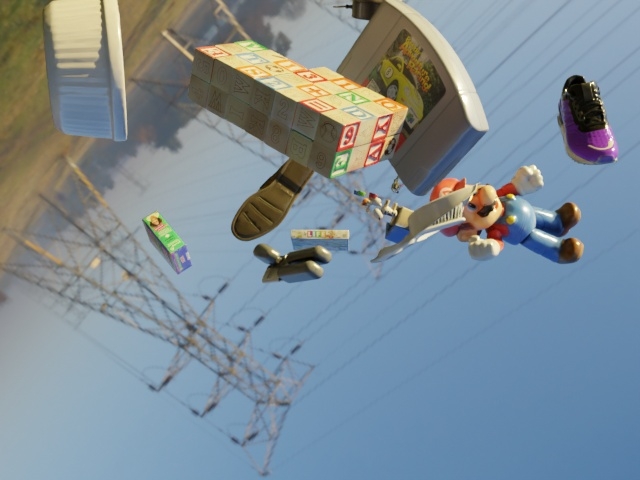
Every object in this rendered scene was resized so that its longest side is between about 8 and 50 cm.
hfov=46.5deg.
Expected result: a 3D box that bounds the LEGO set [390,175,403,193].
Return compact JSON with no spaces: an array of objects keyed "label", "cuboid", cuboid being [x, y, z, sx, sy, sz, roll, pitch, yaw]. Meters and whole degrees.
[{"label":"LEGO set","cuboid":[0.218,-0.162,2.127,0.083,0.023,0.054,-14,118,-62]}]

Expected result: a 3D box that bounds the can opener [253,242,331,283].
[{"label":"can opener","cuboid":[-0.072,0.050,1.597,0.280,0.093,0.074,-6,-128,61]}]

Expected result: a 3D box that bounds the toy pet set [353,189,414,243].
[{"label":"toy pet set","cuboid":[0.113,-0.039,1.349,0.122,0.114,0.065,-150,-98,-78]}]

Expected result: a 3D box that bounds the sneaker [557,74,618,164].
[{"label":"sneaker","cuboid":[0.625,-0.297,1.760,0.102,0.146,0.293,-6,-142,3]}]

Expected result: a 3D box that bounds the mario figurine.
[{"label":"mario figurine","cuboid":[0.366,-0.052,1.442,0.198,0.320,0.170,-105,-149,-62]}]

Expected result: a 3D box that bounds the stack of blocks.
[{"label":"stack of blocks","cuboid":[-0.039,-0.212,1.152,0.171,0.297,0.087,-25,139,-49]}]

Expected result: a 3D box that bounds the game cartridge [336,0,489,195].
[{"label":"game cartridge","cuboid":[0.146,-0.246,1.226,0.060,0.294,0.196,-6,148,-43]}]

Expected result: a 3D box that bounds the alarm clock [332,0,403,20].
[{"label":"alarm clock","cuboid":[0.125,-0.593,1.885,0.192,0.064,0.129,3,-156,11]}]

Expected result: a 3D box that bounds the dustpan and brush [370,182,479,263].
[{"label":"dustpan and brush","cuboid":[0.176,-0.020,1.282,0.211,0.060,0.147,-20,167,-3]}]

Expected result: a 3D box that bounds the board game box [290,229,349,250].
[{"label":"board game box","cuboid":[0.000,0.000,2.011,0.103,0.154,0.026,85,6,-71]}]

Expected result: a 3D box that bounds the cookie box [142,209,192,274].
[{"label":"cookie box","cuboid":[-0.315,0.005,1.535,0.040,0.107,0.092,-36,156,-20]}]

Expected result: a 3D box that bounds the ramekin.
[{"label":"ramekin","cuboid":[-0.426,-0.312,1.351,0.273,0.127,0.273,175,-90,-73]}]

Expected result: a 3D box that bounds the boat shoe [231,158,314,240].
[{"label":"boat shoe","cuboid":[-0.124,-0.110,2.033,0.307,0.111,0.104,-45,-176,-11]}]
